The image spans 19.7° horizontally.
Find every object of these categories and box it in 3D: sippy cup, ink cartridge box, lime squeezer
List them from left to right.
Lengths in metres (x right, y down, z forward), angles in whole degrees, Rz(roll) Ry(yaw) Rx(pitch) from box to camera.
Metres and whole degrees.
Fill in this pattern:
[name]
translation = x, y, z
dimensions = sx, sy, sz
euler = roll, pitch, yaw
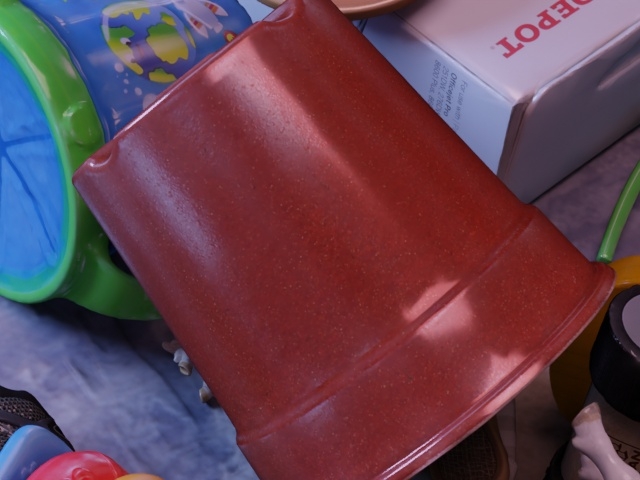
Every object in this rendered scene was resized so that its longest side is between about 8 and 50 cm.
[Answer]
[sippy cup]
translation = -0.163, -0.099, 1.369
dimensions = 0.224, 0.305, 0.240
euler = -25, 17, -37
[ink cartridge box]
translation = 0.105, -0.233, 1.537
dimensions = 0.285, 0.166, 0.395
euler = -34, 62, -28
[lime squeezer]
translation = 0.319, -0.078, 1.526
dimensions = 0.310, 0.059, 0.110
euler = -24, 88, -26

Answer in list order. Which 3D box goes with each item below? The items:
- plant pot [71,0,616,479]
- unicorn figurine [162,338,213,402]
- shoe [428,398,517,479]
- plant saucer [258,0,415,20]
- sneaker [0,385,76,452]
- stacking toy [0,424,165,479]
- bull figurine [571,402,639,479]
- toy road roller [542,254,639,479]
[plant pot]
translation = 0.000, 0.000, 1.171
dimensions = 0.272, 0.272, 0.265
euler = -41, 95, -33
[unicorn figurine]
translation = -0.028, 0.086, 1.327
dimensions = 0.162, 0.060, 0.111
euler = 37, 59, 17
[shoe]
translation = 0.102, 0.114, 1.332
dimensions = 0.076, 0.058, 0.219
euler = -16, 45, 14
[plant saucer]
translation = 0.013, -0.241, 1.406
dimensions = 0.200, 0.037, 0.200
euler = -1, 57, 2
[sneaker]
translation = -0.277, 0.153, 1.224
dimensions = 0.227, 0.087, 0.130
euler = -12, 52, -21
[stacking toy]
translation = -0.059, 0.209, 1.080
dimensions = 0.302, 0.175, 0.166
euler = -2, 45, 28
[bull figurine]
translation = 0.203, 0.216, 1.126
dimensions = 0.188, 0.310, 0.101
euler = 42, 15, 24
[toy road roller]
translation = 0.321, 0.116, 1.268
dimensions = 0.329, 0.202, 0.240
euler = 21, 40, 10
